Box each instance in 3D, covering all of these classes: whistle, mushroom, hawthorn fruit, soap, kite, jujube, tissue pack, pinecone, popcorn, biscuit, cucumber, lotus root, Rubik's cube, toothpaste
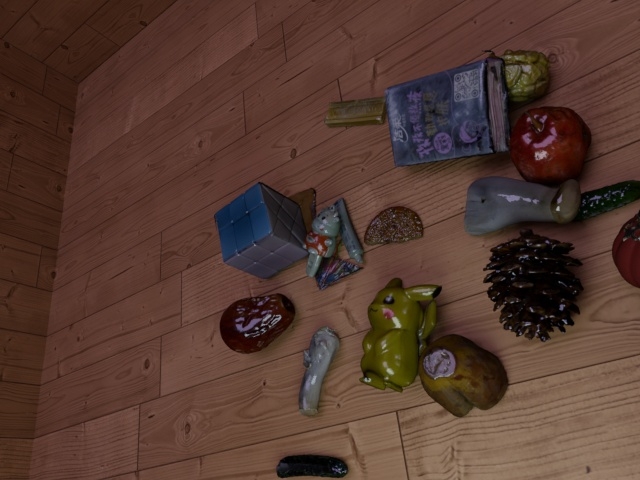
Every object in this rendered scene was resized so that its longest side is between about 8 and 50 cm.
[{"bbox_3d":[0.001,0.000,1.766,0.101,0.106,0.253,-96,24,-74],"label":"whistle"},{"bbox_3d":[-0.010,0.399,1.637,0.096,0.099,0.278,10,82,54],"label":"mushroom"},{"bbox_3d":[0.569,-0.258,1.354,0.207,0.243,0.207,-18,58,32],"label":"hawthorn fruit"},{"bbox_3d":[0.128,-0.460,1.923,0.252,0.037,0.092,6,77,39],"label":"soap"},{"bbox_3d":[0.043,0.087,1.775,0.241,0.014,0.183,13,77,41],"label":"kite"},{"bbox_3d":[-0.212,0.271,1.795,0.255,0.190,0.190,-31,55,16],"label":"jujube"},{"bbox_3d":[0.512,-0.088,1.377,0.329,0.122,0.159,6,116,55],"label":"mushroom"},{"bbox_3d":[0.357,-0.359,1.552,0.361,0.122,0.259,-1,99,50],"label":"tissue pack"},{"bbox_3d":[0.503,0.101,1.274,0.224,0.224,0.272,-6,72,36],"label":"pinecone"},{"bbox_3d":[0.549,-0.475,1.529,0.168,0.173,0.195,-26,18,-16],"label":"popcorn"},{"bbox_3d":[-0.111,-0.062,1.958,0.237,0.013,0.232,-18,62,31],"label":"biscuit"},{"bbox_3d":[-0.021,0.655,1.554,0.245,0.067,0.067,-16,62,30],"label":"cucumber"},{"bbox_3d":[0.687,-0.097,1.313,0.227,0.069,0.069,-21,60,26],"label":"cucumber"},{"bbox_3d":[0.338,0.333,1.332,0.199,0.180,0.188,34,90,42],"label":"lotus root"},{"bbox_3d":[-0.201,-0.027,1.858,0.225,0.221,0.231,-32,55,24],"label":"Rubik's cube"},{"bbox_3d":[0.085,-0.030,1.768,0.069,0.047,0.268,113,145,-43],"label":"toothpaste"},{"bbox_3d":[0.226,-0.049,1.678,0.206,0.025,0.126,-9,66,35],"label":"biscuit"}]

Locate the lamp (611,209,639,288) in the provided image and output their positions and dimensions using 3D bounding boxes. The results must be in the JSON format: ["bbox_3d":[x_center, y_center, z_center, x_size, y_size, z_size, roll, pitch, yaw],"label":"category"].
[{"bbox_3d":[0.738,0.011,1.125,0.227,0.227,0.226,-16,62,33],"label":"lamp"}]

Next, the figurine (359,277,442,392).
[{"bbox_3d":[0.213,0.248,1.466,0.218,0.169,0.326,-15,67,59],"label":"figurine"}]
